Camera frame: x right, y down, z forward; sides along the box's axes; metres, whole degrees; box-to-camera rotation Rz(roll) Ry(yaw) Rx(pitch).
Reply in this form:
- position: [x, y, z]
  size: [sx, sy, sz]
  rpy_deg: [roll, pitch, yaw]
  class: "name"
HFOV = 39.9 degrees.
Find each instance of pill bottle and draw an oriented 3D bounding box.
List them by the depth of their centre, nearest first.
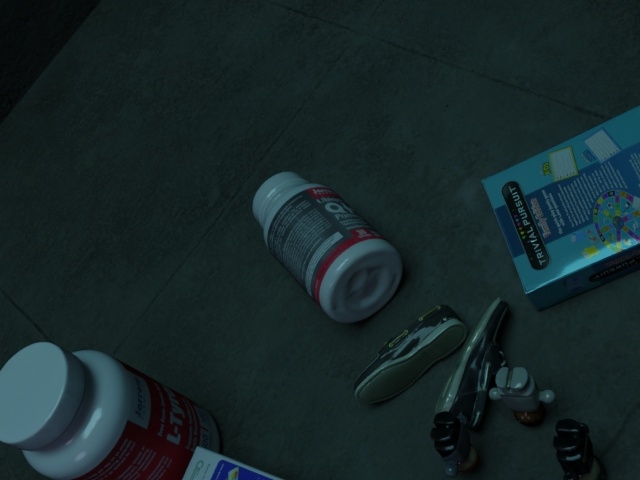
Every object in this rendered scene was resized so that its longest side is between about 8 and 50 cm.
- position: [-0.379, 0.334, 1.570]
  size: [0.229, 0.408, 0.229]
  rpy_deg: [-16, 56, 24]
  class: "pill bottle"
- position: [0.000, 0.000, 1.689]
  size: [0.176, 0.176, 0.318]
  rpy_deg: [-46, 49, 0]
  class: "pill bottle"

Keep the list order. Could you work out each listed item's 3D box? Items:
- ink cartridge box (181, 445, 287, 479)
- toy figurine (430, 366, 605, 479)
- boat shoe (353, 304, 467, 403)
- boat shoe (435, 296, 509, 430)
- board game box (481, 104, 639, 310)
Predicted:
- position: [-0.103, 0.471, 1.441]
  size: [0.371, 0.069, 0.176]
  rpy_deg: [7, 66, 43]
  class: "ink cartridge box"
- position: [0.292, 0.319, 1.323]
  size: [0.213, 0.148, 0.209]
  rpy_deg: [-38, 43, -3]
  class: "toy figurine"
- position: [0.149, 0.199, 1.541]
  size: [0.228, 0.081, 0.068]
  rpy_deg: [-36, 41, 5]
  class: "boat shoe"
- position: [0.270, 0.203, 1.474]
  size: [0.079, 0.084, 0.233]
  rpy_deg: [26, 67, 4]
  class: "boat shoe"
- position: [0.473, -0.063, 1.492]
  size: [0.336, 0.079, 0.254]
  rpy_deg: [-26, 52, 17]
  class: "board game box"
